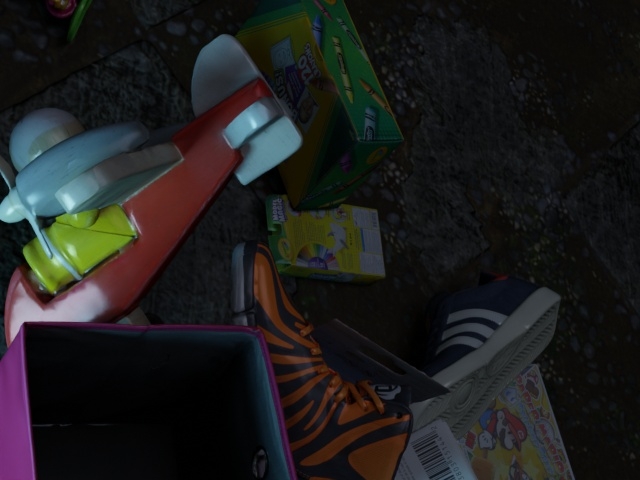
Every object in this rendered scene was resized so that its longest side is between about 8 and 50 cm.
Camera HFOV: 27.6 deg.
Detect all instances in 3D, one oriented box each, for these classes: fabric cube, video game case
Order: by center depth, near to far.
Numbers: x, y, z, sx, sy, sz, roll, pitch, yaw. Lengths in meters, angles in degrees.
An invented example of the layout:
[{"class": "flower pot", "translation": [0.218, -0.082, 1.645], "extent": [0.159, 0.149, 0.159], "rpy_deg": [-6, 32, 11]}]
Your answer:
[{"class": "fabric cube", "translation": [-0.197, 0.248, 1.277], "extent": [0.259, 0.258, 0.254], "rpy_deg": [4, 59, -29]}, {"class": "video game case", "translation": [0.260, 0.293, 1.810], "extent": [0.206, 0.026, 0.227], "rpy_deg": [-5, 72, -38]}]

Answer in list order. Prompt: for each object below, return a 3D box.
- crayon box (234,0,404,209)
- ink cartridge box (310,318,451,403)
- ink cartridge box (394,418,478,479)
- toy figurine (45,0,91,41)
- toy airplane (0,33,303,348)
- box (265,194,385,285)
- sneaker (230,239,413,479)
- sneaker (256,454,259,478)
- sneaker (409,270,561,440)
[{"class": "crayon box", "translation": [-0.010, -0.200, 1.727], "extent": [0.081, 0.165, 0.278], "rpy_deg": [-3, 61, -37]}, {"class": "ink cartridge box", "translation": [0.031, 0.145, 1.580], "extent": [0.181, 0.224, 0.056], "rpy_deg": [32, 56, -21]}, {"class": "ink cartridge box", "translation": [0.091, 0.383, 1.431], "extent": [0.261, 0.066, 0.296], "rpy_deg": [-27, 60, -2]}, {"class": "toy figurine", "translation": [-0.353, -0.359, 1.637], "extent": [0.159, 0.130, 0.173], "rpy_deg": [23, 81, -10]}, {"class": "toy airplane", "translation": [-0.207, -0.069, 1.413], "extent": [0.272, 0.386, 0.384], "rpy_deg": [35, 53, 2]}, {"class": "box", "translation": [0.000, 0.000, 1.748], "extent": [0.179, 0.043, 0.105], "rpy_deg": [10, 64, -35]}, {"class": "sneaker", "translation": [0.004, 0.146, 1.431], "extent": [0.180, 0.124, 0.321], "rpy_deg": [-11, 99, 1]}, {"class": "sneaker", "translation": [-0.077, 0.210, 1.555], "extent": [0.293, 0.102, 0.146], "rpy_deg": [45, 49, -23]}, {"class": "sneaker", "translation": [0.176, 0.150, 1.745], "extent": [0.148, 0.131, 0.350], "rpy_deg": [28, 40, 28]}]
